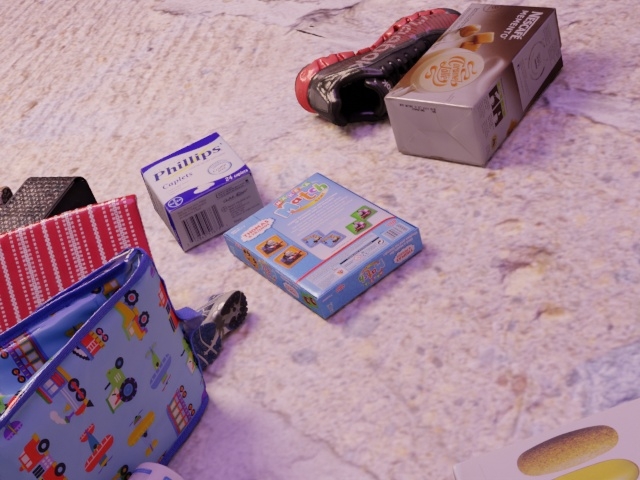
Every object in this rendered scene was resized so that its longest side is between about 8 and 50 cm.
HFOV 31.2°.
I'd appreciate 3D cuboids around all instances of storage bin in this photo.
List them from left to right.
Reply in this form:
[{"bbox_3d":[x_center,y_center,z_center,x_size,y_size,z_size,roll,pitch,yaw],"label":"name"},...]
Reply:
[{"bbox_3d":[-0.367,0.009,1.516,0.084,0.122,0.180,1,41,24],"label":"storage bin"}]

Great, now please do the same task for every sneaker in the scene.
[{"bbox_3d":[-0.144,0.109,1.362,0.058,0.052,0.135,1,33,40],"label":"sneaker"},{"bbox_3d":[0.104,-0.243,1.654,0.276,0.097,0.135,-26,37,-6],"label":"sneaker"}]

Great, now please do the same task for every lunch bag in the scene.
[{"bbox_3d":[-0.229,0.162,1.178,0.138,0.221,0.293,21,52,41],"label":"lunch bag"}]

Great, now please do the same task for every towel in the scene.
[{"bbox_3d":[-0.327,0.075,1.390,0.275,0.199,0.031,-17,-5,2],"label":"towel"}]

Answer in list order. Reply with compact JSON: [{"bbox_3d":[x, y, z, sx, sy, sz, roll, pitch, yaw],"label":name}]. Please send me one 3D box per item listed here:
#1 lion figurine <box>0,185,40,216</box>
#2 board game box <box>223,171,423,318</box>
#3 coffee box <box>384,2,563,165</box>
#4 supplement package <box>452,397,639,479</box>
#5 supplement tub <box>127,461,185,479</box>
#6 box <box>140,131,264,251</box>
[{"bbox_3d":[-0.571,0.057,1.562,0.240,0.142,0.392,-7,24,28],"label":"lion figurine"},{"bbox_3d":[0.000,0.000,1.438,0.160,0.039,0.211,-35,40,-20],"label":"board game box"},{"bbox_3d":[0.216,-0.219,1.572,0.141,0.098,0.246,14,48,36],"label":"coffee box"},{"bbox_3d":[0.253,0.234,0.950,0.244,0.134,0.139,-20,36,-1],"label":"supplement package"},{"bbox_3d":[-0.179,0.280,1.134,0.071,0.071,0.107,8,44,31],"label":"supplement tub"},{"bbox_3d":[-0.164,-0.069,1.570,0.126,0.072,0.137,-27,37,-12],"label":"box"}]
